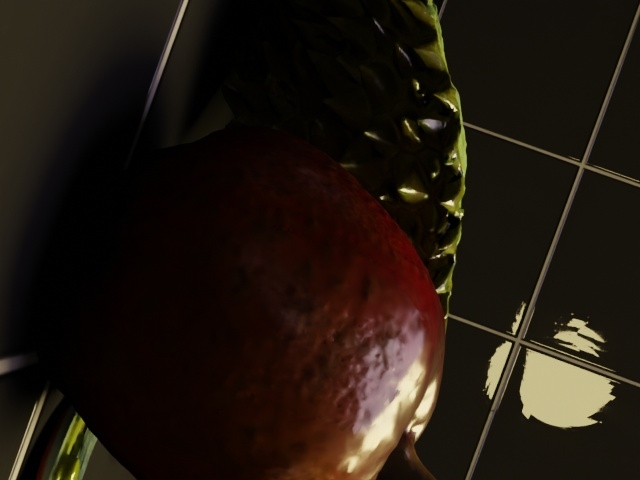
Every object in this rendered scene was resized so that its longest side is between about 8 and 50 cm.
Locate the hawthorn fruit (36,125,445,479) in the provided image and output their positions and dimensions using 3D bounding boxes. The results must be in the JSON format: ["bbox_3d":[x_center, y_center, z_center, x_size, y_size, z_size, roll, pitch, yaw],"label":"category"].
[{"bbox_3d":[-0.029,0.061,0.627,0.215,0.249,0.215,-43,168,-11],"label":"hawthorn fruit"}]

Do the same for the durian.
[{"bbox_3d":[0.047,-0.107,0.820,0.163,0.198,0.394,-32,-134,28],"label":"durian"}]

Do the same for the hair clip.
[{"bbox_3d":[-0.137,0.106,0.722,0.060,0.033,0.188,102,12,-45],"label":"hair clip"}]
